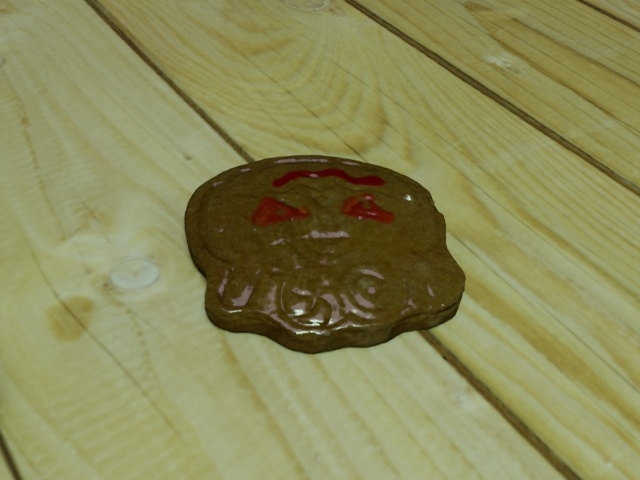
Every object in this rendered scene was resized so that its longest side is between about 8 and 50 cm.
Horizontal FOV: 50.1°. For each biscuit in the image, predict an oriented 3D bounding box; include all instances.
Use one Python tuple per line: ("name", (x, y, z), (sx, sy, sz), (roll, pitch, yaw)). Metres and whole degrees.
("biscuit", (0.000, -0.001, 0.702), (0.272, 0.049, 0.257), (-5, 46, -8))
